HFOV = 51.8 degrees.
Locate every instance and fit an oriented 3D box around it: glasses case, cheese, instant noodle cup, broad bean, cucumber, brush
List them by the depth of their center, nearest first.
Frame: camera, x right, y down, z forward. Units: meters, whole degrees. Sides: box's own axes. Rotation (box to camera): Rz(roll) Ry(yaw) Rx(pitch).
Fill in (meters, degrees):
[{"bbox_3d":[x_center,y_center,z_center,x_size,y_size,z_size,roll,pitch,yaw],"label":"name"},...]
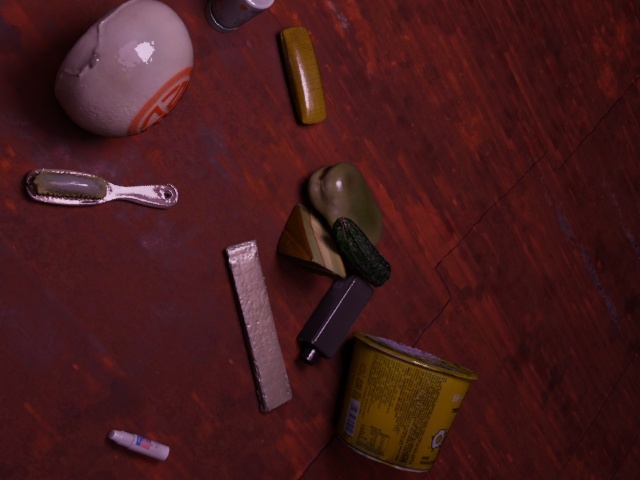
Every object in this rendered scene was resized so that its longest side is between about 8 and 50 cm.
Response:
[{"bbox_3d":[-0.428,-0.100,1.337,0.312,0.067,0.072,4,86,-35],"label":"brush"},{"bbox_3d":[-0.143,0.200,1.534,0.085,0.034,0.401,-16,97,-33],"label":"cheese"},{"bbox_3d":[0.094,0.031,1.574,0.265,0.077,0.077,45,65,-44],"label":"cucumber"},{"bbox_3d":[-0.040,-0.398,1.593,0.079,0.064,0.234,-18,99,-30],"label":"glasses case"},{"bbox_3d":[0.191,0.392,1.600,0.325,0.325,0.254,20,87,-31],"label":"instant noodle cup"},{"bbox_3d":[0.068,-0.084,1.635,0.263,0.121,0.189,59,40,-35],"label":"broad bean"}]

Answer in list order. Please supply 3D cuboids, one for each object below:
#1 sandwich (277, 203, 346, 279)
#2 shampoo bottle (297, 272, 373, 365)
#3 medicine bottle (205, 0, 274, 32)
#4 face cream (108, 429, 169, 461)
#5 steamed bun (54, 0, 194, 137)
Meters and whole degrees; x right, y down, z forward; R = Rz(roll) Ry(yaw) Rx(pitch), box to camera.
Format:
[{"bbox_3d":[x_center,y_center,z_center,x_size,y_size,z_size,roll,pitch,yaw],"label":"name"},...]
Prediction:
[{"bbox_3d":[0.000,0.000,1.547,0.117,0.187,0.144,30,80,-30],"label":"sandwich"},{"bbox_3d":[0.030,0.196,1.619,0.079,0.080,0.246,45,67,-23],"label":"shampoo bottle"},{"bbox_3d":[-0.176,-0.519,1.435,0.086,0.183,0.086,1,88,-34],"label":"medicine bottle"},{"bbox_3d":[-0.380,0.425,1.374,0.130,0.034,0.034,31,73,-28],"label":"face cream"},{"bbox_3d":[-0.351,-0.310,1.255,0.177,0.283,0.283,43,66,-7],"label":"steamed bun"}]
